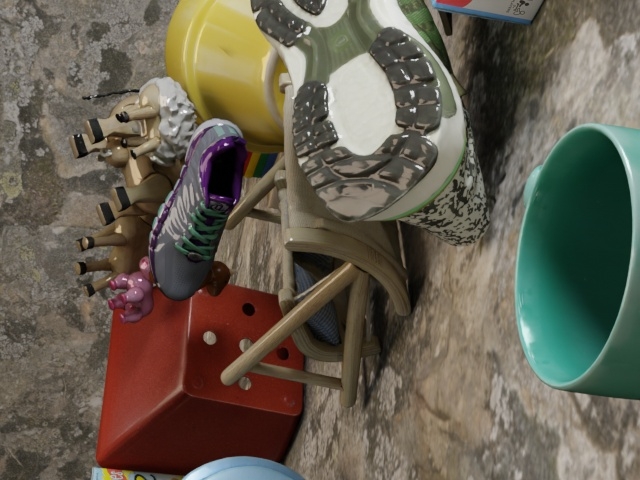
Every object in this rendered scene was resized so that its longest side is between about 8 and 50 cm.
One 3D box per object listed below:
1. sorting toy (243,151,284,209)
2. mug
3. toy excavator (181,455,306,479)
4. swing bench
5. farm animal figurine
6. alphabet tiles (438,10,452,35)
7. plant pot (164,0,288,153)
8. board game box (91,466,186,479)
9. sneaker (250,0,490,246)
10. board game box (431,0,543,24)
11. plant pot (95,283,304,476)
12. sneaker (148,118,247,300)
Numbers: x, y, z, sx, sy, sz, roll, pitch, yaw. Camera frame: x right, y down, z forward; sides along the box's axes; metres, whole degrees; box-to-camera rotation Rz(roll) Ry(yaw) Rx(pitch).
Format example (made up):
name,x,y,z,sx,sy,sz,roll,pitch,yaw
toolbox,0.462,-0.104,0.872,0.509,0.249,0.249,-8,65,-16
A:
name,x,y,z,sx,sy,sz,roll,pitch,yaw
sorting toy,-0.098,-0.232,1.917,0.257,0.089,0.255,-102,23,-57
mug,0.165,0.002,0.526,0.129,0.097,0.158,114,160,-54
toy excavator,-0.061,0.404,1.036,0.445,0.222,0.433,122,153,-59
swing bench,0.000,0.000,1.158,0.255,0.165,0.253,117,159,-43
farm animal figurine,-0.220,-0.054,1.445,0.330,0.172,0.327,3,109,55
alphabet tiles,0.083,-0.331,0.952,0.198,0.009,0.237,-81,-27,-51
plant pot,-0.040,-0.219,1.331,0.239,0.254,0.254,36,119,58
board game box,-0.204,0.437,1.531,0.142,0.275,0.144,-99,21,-53
sneaker,0.055,-0.151,0.936,0.158,0.182,0.410,-26,50,23
board game box,0.163,-0.383,0.810,0.308,0.086,0.302,114,160,-53
plant pot,-0.154,0.194,1.565,0.236,0.267,0.267,-43,39,50
sneaker,-0.140,-0.027,1.217,0.098,0.083,0.224,-135,59,-66
